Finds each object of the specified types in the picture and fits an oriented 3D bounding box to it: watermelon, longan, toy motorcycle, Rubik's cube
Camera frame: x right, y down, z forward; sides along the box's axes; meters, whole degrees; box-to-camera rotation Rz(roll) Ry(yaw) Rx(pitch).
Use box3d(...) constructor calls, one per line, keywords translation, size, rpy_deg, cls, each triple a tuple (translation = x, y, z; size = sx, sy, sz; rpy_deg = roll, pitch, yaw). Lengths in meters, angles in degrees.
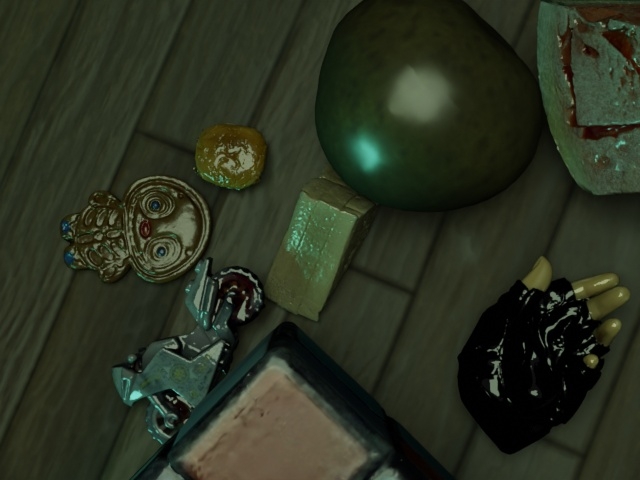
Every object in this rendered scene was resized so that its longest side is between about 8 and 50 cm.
box3d(translation=(0.377, -0.161, 1.722), size=(0.262, 0.201, 0.212), rpy_deg=(-7, 95, -13), cls="watermelon")
box3d(translation=(0.115, -0.143, 1.759), size=(0.246, 0.215, 0.246), rpy_deg=(-3, 106, -9), cls="longan")
box3d(translation=(-0.149, 0.115, 1.822), size=(0.123, 0.080, 0.215), rpy_deg=(27, 96, 3), cls="toy motorcycle")
box3d(translation=(-0.035, 0.297, 1.649), size=(0.318, 0.316, 0.313), rpy_deg=(45, 91, -2), cls="Rubik's cube")

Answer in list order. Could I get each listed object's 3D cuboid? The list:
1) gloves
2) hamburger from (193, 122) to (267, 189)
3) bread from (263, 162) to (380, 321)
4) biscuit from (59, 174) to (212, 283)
box3d(translation=(0.242, 0.108, 1.759), size=(0.203, 0.124, 0.164), rpy_deg=(-36, 102, -19), cls="gloves")
box3d(translation=(-0.101, -0.095, 1.861), size=(0.083, 0.044, 0.076), rpy_deg=(3, 84, 5), cls="hamburger")
box3d(translation=(0.005, -0.001, 1.846), size=(0.077, 0.105, 0.152), rpy_deg=(29, 119, 9), cls="bread")
box3d(translation=(-0.207, -0.008, 1.872), size=(0.175, 0.026, 0.124), rpy_deg=(-11, 81, 6), cls="biscuit")
